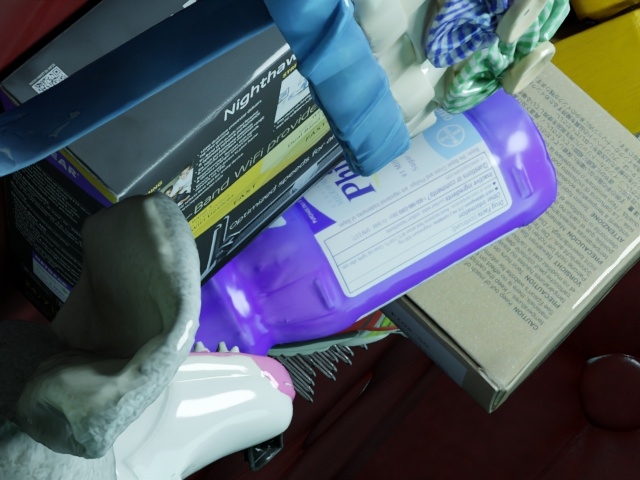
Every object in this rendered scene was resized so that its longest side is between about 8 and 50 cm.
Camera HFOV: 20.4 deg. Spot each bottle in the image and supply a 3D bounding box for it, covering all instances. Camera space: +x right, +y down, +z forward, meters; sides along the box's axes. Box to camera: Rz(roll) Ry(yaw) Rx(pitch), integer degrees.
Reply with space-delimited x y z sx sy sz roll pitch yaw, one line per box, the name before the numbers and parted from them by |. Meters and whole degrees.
bottle | 0.000 0.000 1.080 0.283 0.092 0.118 -29 -151 -6

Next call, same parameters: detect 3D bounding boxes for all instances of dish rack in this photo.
dish rack | 0.005 0.085 1.684 0.271 0.074 0.208 -45 169 -13

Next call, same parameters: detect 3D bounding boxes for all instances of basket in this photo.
basket | -0.036 -0.112 0.559 0.289 0.201 0.255 -24 170 7

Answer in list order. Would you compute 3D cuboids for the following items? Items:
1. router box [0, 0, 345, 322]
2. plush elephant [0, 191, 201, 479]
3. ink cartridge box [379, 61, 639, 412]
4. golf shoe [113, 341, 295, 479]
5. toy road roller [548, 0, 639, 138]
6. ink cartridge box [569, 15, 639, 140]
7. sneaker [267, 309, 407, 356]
router box | -0.027 -0.092 0.933 0.309 0.081 0.243 -43 169 -22
plush elephant | -0.173 0.087 0.612 0.272 0.330 0.255 -59 -177 21
ink cartridge box | 0.097 -0.034 1.196 0.193 0.234 0.088 -44 168 -12
golf shoe | -0.145 0.147 0.937 0.306 0.140 0.115 -16 160 -20
toy road roller | 0.241 -0.200 1.313 0.329 0.240 0.202 -24 179 28
ink cartridge box | 0.315 -0.237 1.602 0.324 0.071 0.330 -56 -164 36
sneaker | 0.056 0.022 1.362 0.279 0.107 0.118 -16 158 -2
